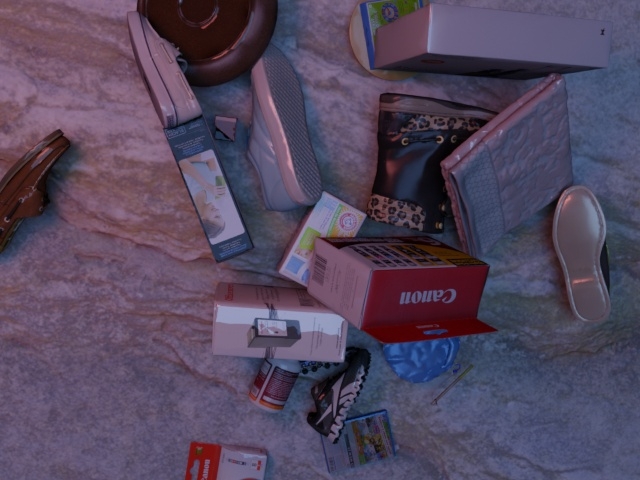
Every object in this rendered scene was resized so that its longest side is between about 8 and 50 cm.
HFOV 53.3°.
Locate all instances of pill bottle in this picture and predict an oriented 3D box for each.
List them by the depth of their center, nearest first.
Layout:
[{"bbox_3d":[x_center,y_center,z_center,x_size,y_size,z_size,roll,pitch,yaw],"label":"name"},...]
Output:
[{"bbox_3d":[-0.096,0.303,1.437,0.086,0.086,0.151,24,94,-9],"label":"pill bottle"}]

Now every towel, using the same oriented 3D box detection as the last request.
[{"bbox_3d":[0.413,-0.142,1.363,0.317,0.053,0.331,-38,139,-7],"label":"towel"}]

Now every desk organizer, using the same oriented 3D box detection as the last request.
[{"bbox_3d":[-0.199,-0.234,1.338,0.047,0.130,0.050,6,98,-9],"label":"desk organizer"}]

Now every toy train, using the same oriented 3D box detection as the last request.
[{"bbox_3d":[0.019,0.276,1.479,0.159,0.027,0.036,-14,95,-6],"label":"toy train"}]

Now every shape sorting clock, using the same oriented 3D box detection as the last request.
[{"bbox_3d":[0.162,-0.457,1.402,0.207,0.040,0.206,-2,99,-15],"label":"shape sorting clock"}]

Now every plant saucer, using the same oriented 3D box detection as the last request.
[{"bbox_3d":[-0.242,-0.472,1.294,0.311,0.050,0.310,0,91,13],"label":"plant saucer"}]

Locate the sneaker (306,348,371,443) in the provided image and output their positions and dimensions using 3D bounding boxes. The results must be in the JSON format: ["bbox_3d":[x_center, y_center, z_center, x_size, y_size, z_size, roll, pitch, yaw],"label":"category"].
[{"bbox_3d":[0.035,0.343,1.453,0.106,0.078,0.234,24,101,7],"label":"sneaker"}]

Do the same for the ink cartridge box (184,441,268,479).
[{"bbox_3d":[-0.220,0.546,1.472,0.180,0.045,0.145,9,95,-11],"label":"ink cartridge box"}]

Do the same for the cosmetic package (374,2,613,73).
[{"bbox_3d":[0.333,-0.391,1.287,0.378,0.284,0.097,0,97,-14],"label":"cosmetic package"}]

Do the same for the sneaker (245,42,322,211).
[{"bbox_3d":[-0.114,-0.234,1.353,0.150,0.135,0.365,-17,79,31],"label":"sneaker"}]

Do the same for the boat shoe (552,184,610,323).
[{"bbox_3d":[0.615,0.027,1.491,0.117,0.097,0.324,-9,98,25],"label":"boat shoe"}]

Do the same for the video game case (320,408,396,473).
[{"bbox_3d":[0.088,0.478,1.518,0.167,0.015,0.119,-12,98,-6],"label":"video game case"}]

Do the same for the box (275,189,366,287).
[{"bbox_3d":[0.000,0.000,1.404,0.114,0.103,0.203,28,93,-9],"label":"box"}]

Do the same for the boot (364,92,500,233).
[{"bbox_3d":[0.283,-0.158,1.408,0.378,0.138,0.283,8,101,-18],"label":"boot"}]

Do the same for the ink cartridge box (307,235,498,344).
[{"bbox_3d":[0.178,0.089,1.296,0.310,0.272,0.129,-1,108,-33],"label":"ink cartridge box"}]

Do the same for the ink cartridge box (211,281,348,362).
[{"bbox_3d":[-0.091,0.171,1.365,0.273,0.198,0.114,5,97,-7],"label":"ink cartridge box"}]

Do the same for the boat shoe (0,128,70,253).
[{"bbox_3d":[-0.610,-0.095,1.321,0.307,0.110,0.104,-43,104,9],"label":"boat shoe"}]

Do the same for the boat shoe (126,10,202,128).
[{"bbox_3d":[-0.304,-0.341,1.241,0.088,0.096,0.267,-19,66,-17],"label":"boat shoe"}]

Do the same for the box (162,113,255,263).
[{"bbox_3d":[-0.230,-0.106,1.332,0.087,0.169,0.289,-21,97,-7],"label":"box"}]

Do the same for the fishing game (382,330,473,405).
[{"bbox_3d":[0.234,0.239,1.498,0.264,0.041,0.189,45,82,-4],"label":"fishing game"}]
